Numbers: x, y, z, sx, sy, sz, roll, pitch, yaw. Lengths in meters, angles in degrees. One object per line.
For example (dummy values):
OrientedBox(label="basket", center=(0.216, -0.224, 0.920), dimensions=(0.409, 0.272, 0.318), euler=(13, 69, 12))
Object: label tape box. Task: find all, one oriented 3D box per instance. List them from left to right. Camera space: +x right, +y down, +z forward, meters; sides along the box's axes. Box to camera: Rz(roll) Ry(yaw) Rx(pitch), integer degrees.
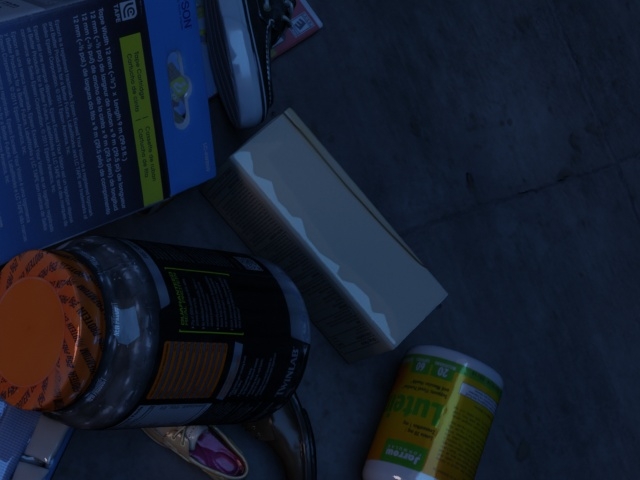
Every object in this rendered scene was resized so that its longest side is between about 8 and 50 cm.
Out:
OrientedBox(label="label tape box", center=(-0.290, -0.136, 1.214), dimensions=(0.347, 0.115, 0.249), euler=(-26, 124, -36))

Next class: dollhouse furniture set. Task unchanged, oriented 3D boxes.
OrientedBox(label="dollhouse furniture set", center=(-0.435, 0.226, 1.207), dimensions=(0.286, 0.198, 0.303), euler=(26, 65, -4))

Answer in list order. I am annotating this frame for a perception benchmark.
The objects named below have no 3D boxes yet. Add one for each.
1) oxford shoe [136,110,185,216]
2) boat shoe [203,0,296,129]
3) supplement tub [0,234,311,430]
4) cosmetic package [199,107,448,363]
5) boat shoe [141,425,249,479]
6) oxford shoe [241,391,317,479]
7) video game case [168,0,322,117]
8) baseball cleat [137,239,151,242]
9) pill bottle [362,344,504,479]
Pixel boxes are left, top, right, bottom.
OrientedBox(label="oxford shoe", center=(-0.320, -0.176, 1.342), dimensions=(0.449, 0.169, 0.130), euler=(39, 74, -29))
OrientedBox(label="boat shoe", center=(-0.087, -0.309, 1.485), dimensions=(0.119, 0.121, 0.335), euler=(-5, 77, -16))
OrientedBox(label="supplement tub", center=(-0.187, 0.104, 1.264), dimensions=(0.338, 0.207, 0.207), euler=(10, 71, -51))
OrientedBox(label="cosmetic package", center=(0.000, 0.000, 1.453), dimensions=(0.113, 0.160, 0.309), euler=(-43, 95, -24))
OrientedBox(label="boat shoe", center=(-0.154, 0.239, 1.393), dimensions=(0.170, 0.059, 0.063), euler=(36, 68, -9))
OrientedBox(label="oxford shoe", center=(-0.060, 0.229, 1.430), dimensions=(0.096, 0.083, 0.227), euler=(-15, 81, -5))
OrientedBox(label="video game case", center=(-0.162, -0.303, 1.538), dimensions=(0.285, 0.025, 0.204), euler=(-36, 91, -23))
OrientedBox(label="baseball cleat", center=(-0.290, 0.063, 1.381), dimensions=(0.109, 0.072, 0.206), euler=(35, 65, -2))
OrientedBox(label="pill bottle", center=(0.134, 0.269, 1.448), dimensions=(0.136, 0.136, 0.246), euler=(26, 70, -12))
